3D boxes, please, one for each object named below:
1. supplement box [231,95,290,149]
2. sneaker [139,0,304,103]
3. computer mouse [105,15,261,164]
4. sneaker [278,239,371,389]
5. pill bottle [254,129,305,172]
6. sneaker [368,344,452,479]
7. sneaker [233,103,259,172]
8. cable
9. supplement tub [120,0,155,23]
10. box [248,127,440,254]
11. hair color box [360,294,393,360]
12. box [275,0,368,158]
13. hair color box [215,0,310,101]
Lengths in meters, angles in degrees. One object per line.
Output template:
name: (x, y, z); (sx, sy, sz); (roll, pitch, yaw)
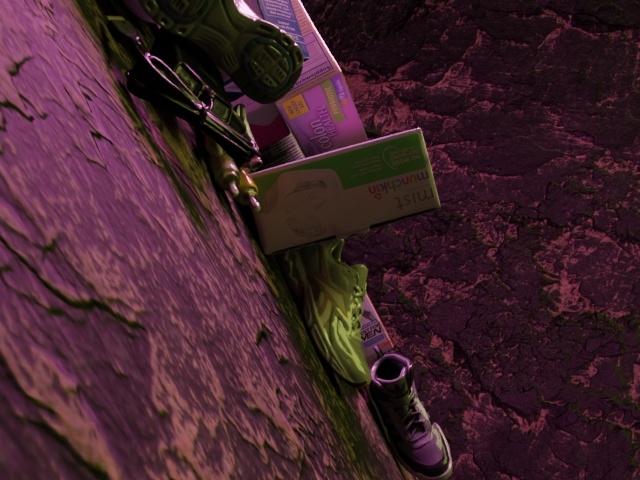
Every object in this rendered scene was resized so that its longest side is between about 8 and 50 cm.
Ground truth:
supplement box: (-0.154, -0.277, 1.282); (0.220, 0.114, 0.111); (63, 2, 28)
sneaker: (-0.144, -0.277, 0.820); (0.129, 0.111, 0.297); (44, -1, 43)
computer mouse: (-0.172, -0.183, 0.768); (0.184, 0.060, 0.262); (37, 17, -42)
sneaker: (0.032, 0.097, 1.080); (0.262, 0.121, 0.099); (64, 4, 25)
pill bottle: (-0.085, -0.181, 1.458); (0.246, 0.130, 0.130); (62, 3, -13)
sneaker: (0.160, 0.323, 1.339); (0.153, 0.101, 0.269); (73, -10, -50)
sneaker: (-0.118, -0.155, 1.079); (0.040, 0.043, 0.109); (-165, -106, -70)
cable: (-0.148, -0.150, 0.961); (0.287, 0.072, 0.139); (49, -12, 53)
supplement tub: (-0.221, -0.457, 0.916); (0.316, 0.193, 0.193); (64, 3, 21)
box: (0.030, -0.077, 1.090); (0.231, 0.261, 0.127); (-81, 156, -84)
hair color box: (0.075, 0.168, 1.473); (0.167, 0.093, 0.053); (62, 3, 4)
box: (-0.033, -0.284, 1.242); (0.243, 0.117, 0.213); (66, 4, 31)
hair color box: (-0.159, -0.407, 1.077); (0.105, 0.173, 0.347); (-15, 86, -58)
